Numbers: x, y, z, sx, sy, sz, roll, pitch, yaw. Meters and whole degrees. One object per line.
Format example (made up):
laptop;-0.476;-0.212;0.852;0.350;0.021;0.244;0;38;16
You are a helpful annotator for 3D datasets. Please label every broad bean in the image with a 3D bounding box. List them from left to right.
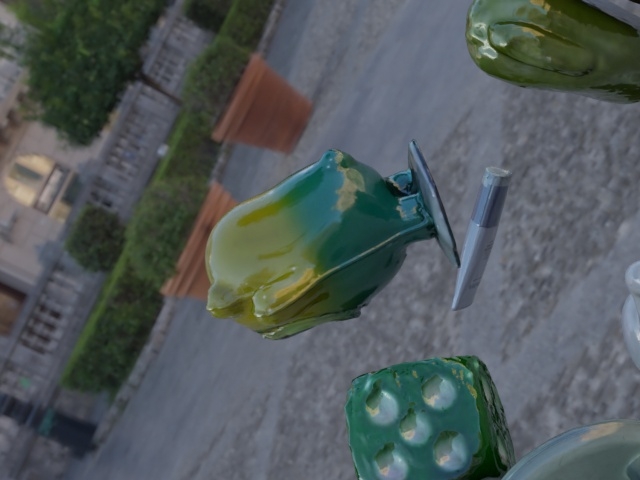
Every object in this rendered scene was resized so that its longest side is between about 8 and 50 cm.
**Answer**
broad bean;0.285;-0.236;1.273;0.238;0.291;0.119;32;114;45

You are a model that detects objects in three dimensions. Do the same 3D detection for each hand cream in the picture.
hand cream;0.268;0.002;1.828;0.079;0.048;0.255;-14;-58;-50

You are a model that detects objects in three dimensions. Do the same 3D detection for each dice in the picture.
dice;0.100;0.172;0.979;0.128;0.131;0.120;35;-139;-66

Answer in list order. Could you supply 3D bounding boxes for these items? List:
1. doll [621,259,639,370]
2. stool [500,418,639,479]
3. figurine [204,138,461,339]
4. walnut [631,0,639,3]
doll;0.554;0.092;1.582;0.365;0.187;0.376;-55;-27;-37
stool;0.248;0.273;0.841;0.195;0.195;0.198;-23;36;-3
figurine;0.000;0.000;1.476;0.340;0.231;0.323;-22;23;2
walnut;0.358;-0.412;1.221;0.285;0.296;0.285;-37;18;14
